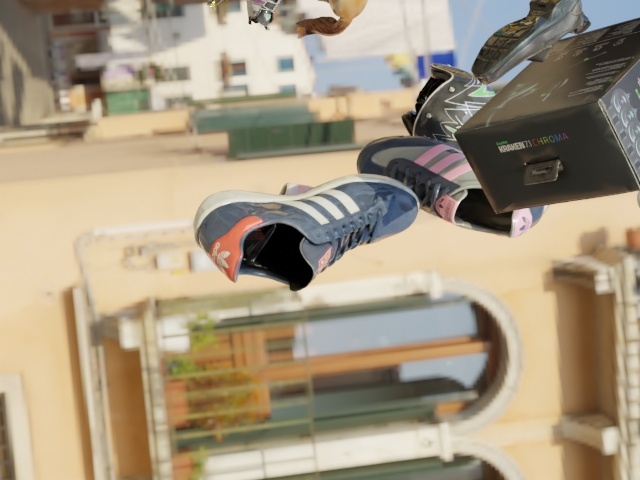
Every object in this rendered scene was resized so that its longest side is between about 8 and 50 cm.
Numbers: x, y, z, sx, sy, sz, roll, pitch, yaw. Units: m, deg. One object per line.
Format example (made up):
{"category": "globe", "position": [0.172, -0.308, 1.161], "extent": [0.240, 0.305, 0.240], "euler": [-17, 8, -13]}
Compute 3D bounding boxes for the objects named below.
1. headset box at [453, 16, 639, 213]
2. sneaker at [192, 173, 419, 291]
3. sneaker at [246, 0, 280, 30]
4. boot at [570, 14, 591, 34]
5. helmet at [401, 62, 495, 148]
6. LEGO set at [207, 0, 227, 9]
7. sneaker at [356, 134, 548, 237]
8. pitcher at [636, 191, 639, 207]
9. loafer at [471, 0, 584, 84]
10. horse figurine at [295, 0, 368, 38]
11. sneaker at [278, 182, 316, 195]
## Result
{"category": "headset box", "position": [0.349, -0.165, 1.536], "extent": [0.246, 0.283, 0.131], "euler": [-9, -63, 50]}
{"category": "sneaker", "position": [0.000, 0.000, 1.704], "extent": [0.148, 0.350, 0.131], "euler": [-123, -148, -44]}
{"category": "sneaker", "position": [-0.071, -0.334, 1.697], "extent": [0.098, 0.038, 0.069], "euler": [-16, -112, 52]}
{"category": "boot", "position": [0.363, -0.371, 1.848], "extent": [0.045, 0.121, 0.099], "euler": [-44, -119, 34]}
{"category": "helmet", "position": [0.228, -0.213, 2.039], "extent": [0.161, 0.169, 0.169], "euler": [-118, -157, -54]}
{"category": "LEGO set", "position": [-0.090, -0.567, 2.112], "extent": [0.331, 0.192, 0.255], "euler": [-31, -151, 34]}
{"category": "sneaker", "position": [0.190, -0.083, 1.857], "extent": [0.131, 0.319, 0.112], "euler": [-46, 143, -54]}
{"category": "pitcher", "position": [0.651, -0.066, 2.010], "extent": [0.125, 0.178, 0.207], "euler": [38, 15, -47]}
{"category": "loafer", "position": [0.249, -0.232, 1.395], "extent": [0.062, 0.170, 0.061], "euler": [32, -21, 56]}
{"category": "horse figurine", "position": [0.027, -0.412, 1.781], "extent": [0.174, 0.066, 0.263], "euler": [43, -44, 42]}
{"category": "sneaker", "position": [-0.045, -0.026, 1.820], "extent": [0.051, 0.070, 0.134], "euler": [-19, -123, 61]}
